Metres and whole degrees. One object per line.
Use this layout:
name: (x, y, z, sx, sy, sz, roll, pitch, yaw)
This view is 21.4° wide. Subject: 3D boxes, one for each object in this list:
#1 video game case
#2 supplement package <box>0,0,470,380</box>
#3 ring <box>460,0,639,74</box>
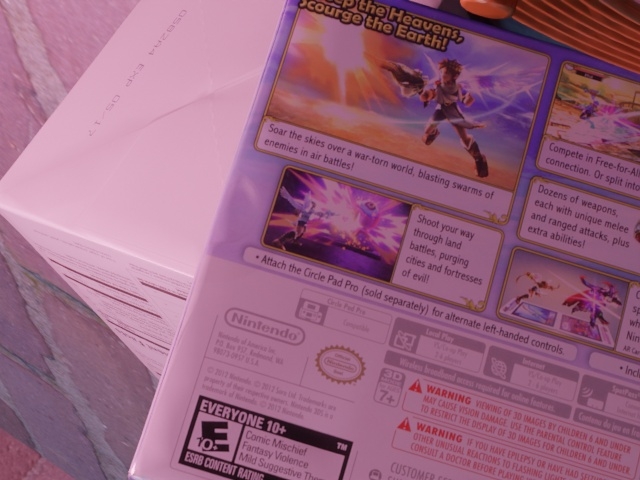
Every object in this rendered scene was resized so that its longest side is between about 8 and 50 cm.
video game case: (0.080, 0.032, 0.747, 0.269, 0.244, 0.061, 17, 162, 0)
supplement package: (0.000, 0.000, 0.953, 0.198, 0.199, 0.262, 18, 155, 40)
ring: (0.186, -0.071, 0.570, 0.337, 0.032, 0.336, 16, 173, 2)
